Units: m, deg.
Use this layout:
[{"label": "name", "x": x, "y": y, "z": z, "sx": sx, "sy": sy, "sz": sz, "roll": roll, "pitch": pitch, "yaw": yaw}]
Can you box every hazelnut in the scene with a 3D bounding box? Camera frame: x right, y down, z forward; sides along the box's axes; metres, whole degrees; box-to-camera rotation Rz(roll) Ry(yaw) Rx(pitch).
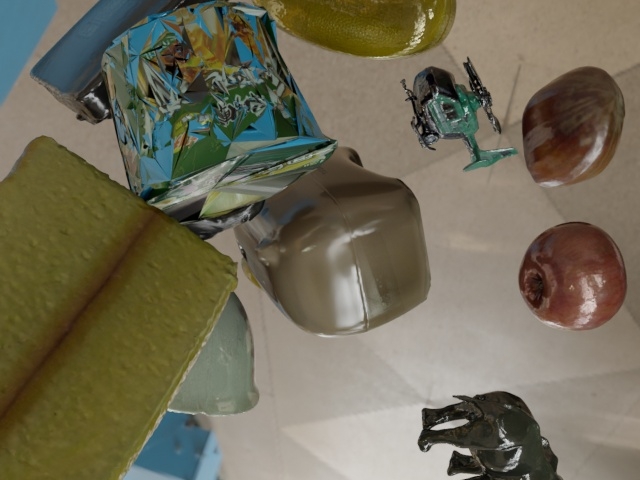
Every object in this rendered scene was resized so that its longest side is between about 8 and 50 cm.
[{"label": "hazelnut", "x": 0.448, "y": -0.197, "z": 1.731, "sx": 0.181, "sy": 0.212, "sz": 0.181, "roll": -9, "pitch": 147, "yaw": 25}]

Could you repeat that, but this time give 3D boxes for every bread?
[{"label": "bread", "x": -0.217, "y": 0.086, "z": 0.743, "sx": 0.233, "sy": 0.245, "sz": 0.361, "roll": 34, "pitch": -176, "yaw": -7}]

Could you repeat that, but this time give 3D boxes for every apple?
[{"label": "apple", "x": 0.341, "y": 0.053, "z": 1.359, "sx": 0.120, "sy": 0.153, "sz": 0.153, "roll": -9, "pitch": 163, "yaw": -25}]

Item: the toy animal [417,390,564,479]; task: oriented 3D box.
[{"label": "toy animal", "x": 0.216, "y": 0.280, "z": 1.217, "sx": 0.146, "sy": 0.114, "sz": 0.245, "roll": -13, "pitch": 137, "yaw": 17}]

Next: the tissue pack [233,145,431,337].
[{"label": "tissue pack", "x": 0.000, "y": 0.000, "z": 1.713, "sx": 0.387, "sy": 0.277, "sz": 0.267, "roll": -133, "pitch": 25, "yaw": -62}]

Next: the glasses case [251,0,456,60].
[{"label": "glasses case", "x": 0.040, "y": -0.411, "z": 1.703, "sx": 0.371, "sy": 0.173, "sz": 0.141, "roll": 21, "pitch": -163, "yaw": 17}]

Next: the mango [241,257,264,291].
[{"label": "mango", "x": -0.072, "y": 0.067, "z": 1.938, "sx": 0.163, "sy": 0.111, "sz": 0.089, "roll": -1, "pitch": 129, "yaw": -28}]

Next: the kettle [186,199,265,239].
[{"label": "kettle", "x": -0.181, "y": -0.116, "z": 1.474, "sx": 0.202, "sy": 0.232, "sz": 0.144, "roll": -14, "pitch": 163, "yaw": 6}]

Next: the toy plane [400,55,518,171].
[{"label": "toy plane", "x": 0.263, "y": -0.230, "z": 1.877, "sx": 0.155, "sy": 0.106, "sz": 0.381, "roll": -17, "pitch": 148, "yaw": 16}]

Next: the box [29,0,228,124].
[{"label": "box", "x": -0.247, "y": -0.282, "z": 1.302, "sx": 0.073, "sy": 0.289, "sz": 0.290, "roll": 47, "pitch": 171, "yaw": -30}]

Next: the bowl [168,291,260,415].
[{"label": "bowl", "x": -0.270, "y": 0.107, "z": 1.626, "sx": 0.435, "sy": 0.196, "sz": 0.435, "roll": 20, "pitch": -171, "yaw": -3}]

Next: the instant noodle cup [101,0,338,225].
[{"label": "instant noodle cup", "x": -0.120, "y": -0.136, "z": 1.049, "sx": 0.240, "sy": 0.178, "sz": 0.240, "roll": -21, "pitch": 173, "yaw": -3}]
